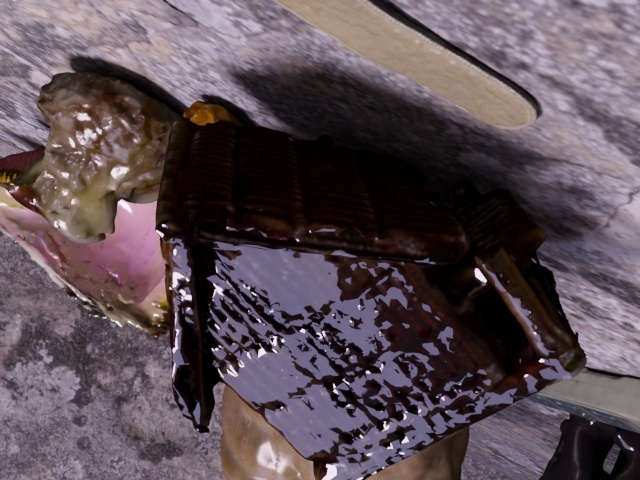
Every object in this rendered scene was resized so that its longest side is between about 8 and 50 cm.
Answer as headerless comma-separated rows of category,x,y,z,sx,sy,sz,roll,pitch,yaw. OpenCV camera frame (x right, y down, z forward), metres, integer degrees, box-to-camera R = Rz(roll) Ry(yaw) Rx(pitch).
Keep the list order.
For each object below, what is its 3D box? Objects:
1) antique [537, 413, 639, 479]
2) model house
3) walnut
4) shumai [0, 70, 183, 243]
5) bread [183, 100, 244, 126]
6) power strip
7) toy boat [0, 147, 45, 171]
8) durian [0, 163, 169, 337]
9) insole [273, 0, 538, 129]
antique,0.357,0.366,1.443,0.185,0.255,0.322,27,166,10
model house,0.000,0.000,0.849,0.282,0.297,0.317,42,-161,-18
walnut,0.029,0.272,1.578,0.381,0.381,0.381,26,168,6
shumai,-0.208,-0.072,1.048,0.161,0.153,0.209,34,172,1
bread,-0.072,-0.074,0.975,0.052,0.044,0.157,27,169,32
power strip,0.303,0.172,1.225,0.080,0.048,0.286,34,168,-28
toy boat,-0.345,-0.049,1.569,0.318,0.099,0.141,29,172,-24
durian,-0.264,-0.028,1.374,0.305,0.185,0.195,29,-172,8
insole,0.018,-0.127,0.626,0.248,0.011,0.081,29,168,-13
